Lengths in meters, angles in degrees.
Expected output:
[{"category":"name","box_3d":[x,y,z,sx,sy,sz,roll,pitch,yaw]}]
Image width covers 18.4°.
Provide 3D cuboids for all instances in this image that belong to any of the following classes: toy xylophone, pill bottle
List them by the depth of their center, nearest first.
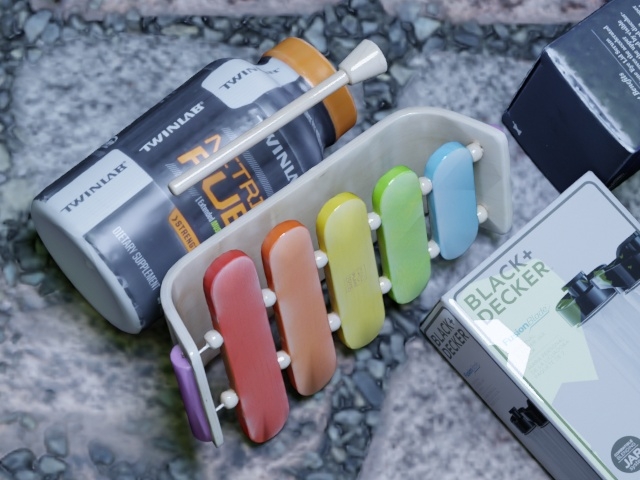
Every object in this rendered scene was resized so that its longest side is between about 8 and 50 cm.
[{"category":"toy xylophone","box_3d":[0.000,0.000,1.457,0.323,0.236,0.081,-41,54,-14]},{"category":"pill bottle","box_3d":[-0.088,-0.051,1.500,0.246,0.130,0.130,-40,82,-17]}]

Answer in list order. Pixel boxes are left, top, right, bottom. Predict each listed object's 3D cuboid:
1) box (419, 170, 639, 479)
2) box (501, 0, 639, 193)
[{"category":"box","box_3d":[0.235,0.111,1.517,0.169,0.087,0.290,-38,81,-17]},{"category":"box","box_3d":[0.265,-0.138,1.566,0.207,0.153,0.108,-36,81,-15]}]
